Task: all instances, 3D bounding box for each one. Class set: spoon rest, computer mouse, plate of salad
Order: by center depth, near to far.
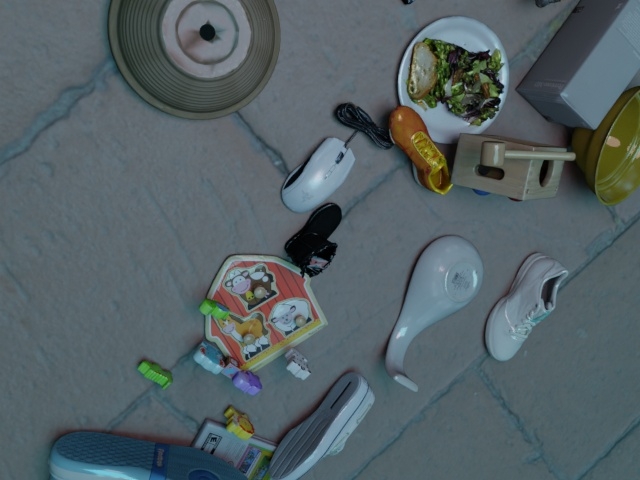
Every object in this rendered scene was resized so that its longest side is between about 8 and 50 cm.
[{"bbox_3d":[0.020,-0.117,1.047,0.106,0.042,0.193,41,90,-25],"label":"computer mouse"},{"bbox_3d":[0.218,-0.252,1.074,0.200,0.048,0.199,-5,106,-18],"label":"plate of salad"},{"bbox_3d":[0.188,0.118,1.164,0.137,0.084,0.276,35,79,-25],"label":"spoon rest"}]

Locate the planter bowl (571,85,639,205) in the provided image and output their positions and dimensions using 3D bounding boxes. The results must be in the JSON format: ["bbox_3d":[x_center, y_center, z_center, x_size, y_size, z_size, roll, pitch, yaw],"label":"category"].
[{"bbox_3d":[0.494,-0.174,1.152,0.217,0.090,0.217,-22,128,-33],"label":"planter bowl"}]

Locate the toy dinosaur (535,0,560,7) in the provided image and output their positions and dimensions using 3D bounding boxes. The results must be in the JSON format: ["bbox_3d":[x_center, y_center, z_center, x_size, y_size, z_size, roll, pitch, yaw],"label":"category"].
[{"bbox_3d":[0.288,-0.499,0.975,0.218,0.164,0.321,-28,94,-25],"label":"toy dinosaur"}]

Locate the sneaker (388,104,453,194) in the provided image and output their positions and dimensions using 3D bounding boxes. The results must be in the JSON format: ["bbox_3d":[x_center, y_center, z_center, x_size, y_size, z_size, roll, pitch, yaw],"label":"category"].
[{"bbox_3d":[0.163,-0.143,1.058,0.064,0.067,0.175,-48,128,-9],"label":"sneaker"}]

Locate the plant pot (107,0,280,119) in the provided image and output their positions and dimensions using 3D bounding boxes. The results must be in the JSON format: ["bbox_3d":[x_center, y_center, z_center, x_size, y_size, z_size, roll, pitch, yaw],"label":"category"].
[{"bbox_3d":[-0.161,-0.277,0.904,0.238,0.110,0.237,-5,106,-17],"label":"plant pot"}]

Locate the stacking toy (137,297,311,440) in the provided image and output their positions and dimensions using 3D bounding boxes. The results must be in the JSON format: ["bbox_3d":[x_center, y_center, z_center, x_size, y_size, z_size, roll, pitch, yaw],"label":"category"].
[{"bbox_3d":[-0.146,0.204,1.058,0.221,0.052,0.167,37,105,-24],"label":"stacking toy"}]

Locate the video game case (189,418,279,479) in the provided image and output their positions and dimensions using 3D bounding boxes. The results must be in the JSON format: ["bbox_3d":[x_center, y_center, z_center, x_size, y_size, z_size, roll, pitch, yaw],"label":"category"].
[{"bbox_3d":[-0.159,0.426,1.152,0.193,0.023,0.212,28,94,-23],"label":"video game case"}]

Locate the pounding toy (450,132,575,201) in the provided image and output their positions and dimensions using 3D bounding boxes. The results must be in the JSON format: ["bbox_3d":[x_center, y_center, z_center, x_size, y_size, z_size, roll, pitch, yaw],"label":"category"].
[{"bbox_3d":[0.291,-0.103,1.026,0.206,0.181,0.094,-8,111,-49],"label":"pounding toy"}]

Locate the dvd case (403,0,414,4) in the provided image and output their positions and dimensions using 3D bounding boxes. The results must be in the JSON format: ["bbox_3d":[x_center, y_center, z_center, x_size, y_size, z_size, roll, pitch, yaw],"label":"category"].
[{"bbox_3d":[0.178,-0.501,1.003,0.253,0.022,0.180,-40,114,-4],"label":"dvd case"}]

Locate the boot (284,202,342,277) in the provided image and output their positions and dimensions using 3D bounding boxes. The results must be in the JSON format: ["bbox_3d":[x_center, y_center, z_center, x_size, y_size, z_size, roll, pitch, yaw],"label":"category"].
[{"bbox_3d":[0.000,-0.001,1.043,0.121,0.099,0.045,-42,115,-3],"label":"boot"}]

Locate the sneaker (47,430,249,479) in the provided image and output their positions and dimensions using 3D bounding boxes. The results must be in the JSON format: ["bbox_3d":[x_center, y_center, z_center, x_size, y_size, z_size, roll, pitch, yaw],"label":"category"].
[{"bbox_3d":[-0.272,0.429,1.050,0.319,0.127,0.208,16,101,-4],"label":"sneaker"}]

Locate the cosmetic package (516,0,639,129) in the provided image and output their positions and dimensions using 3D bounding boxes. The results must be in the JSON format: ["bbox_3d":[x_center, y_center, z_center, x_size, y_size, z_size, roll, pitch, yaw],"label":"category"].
[{"bbox_3d":[0.446,-0.305,1.095,0.107,0.127,0.238,38,89,-24],"label":"cosmetic package"}]

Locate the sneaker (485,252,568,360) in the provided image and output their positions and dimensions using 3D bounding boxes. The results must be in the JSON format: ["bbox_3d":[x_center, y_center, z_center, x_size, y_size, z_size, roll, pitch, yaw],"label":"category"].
[{"bbox_3d":[0.370,0.128,1.209,0.080,0.094,0.212,20,98,-24],"label":"sneaker"}]

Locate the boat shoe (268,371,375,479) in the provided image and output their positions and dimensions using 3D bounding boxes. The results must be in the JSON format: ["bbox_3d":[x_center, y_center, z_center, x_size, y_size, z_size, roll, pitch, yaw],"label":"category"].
[{"bbox_3d":[0.013,0.330,1.145,0.226,0.083,0.075,-46,122,-9],"label":"boat shoe"}]

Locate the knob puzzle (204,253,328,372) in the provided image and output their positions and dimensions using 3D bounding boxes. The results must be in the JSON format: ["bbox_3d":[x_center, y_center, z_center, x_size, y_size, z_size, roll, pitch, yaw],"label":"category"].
[{"bbox_3d":[-0.097,0.107,1.079,0.213,0.030,0.213,-5,107,-17],"label":"knob puzzle"}]
